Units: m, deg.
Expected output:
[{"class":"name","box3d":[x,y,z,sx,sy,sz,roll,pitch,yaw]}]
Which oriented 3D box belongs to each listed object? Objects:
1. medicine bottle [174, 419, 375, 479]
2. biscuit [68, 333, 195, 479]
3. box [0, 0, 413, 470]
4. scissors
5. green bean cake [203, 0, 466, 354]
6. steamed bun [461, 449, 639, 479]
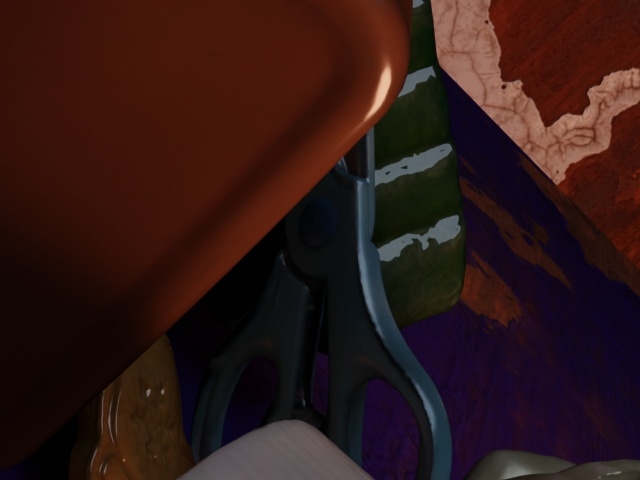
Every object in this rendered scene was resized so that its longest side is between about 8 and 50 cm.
[{"class":"medicine bottle","box3d":[0.063,0.251,0.419,0.371,0.211,0.211,39,16,20]},{"class":"biscuit","box3d":[-0.095,0.108,0.668,0.118,0.023,0.140,60,23,-48]},{"class":"box","box3d":[-0.133,-0.089,0.587,0.239,0.339,0.229,39,23,-18]},{"class":"scissors","box3d":[0.000,0.000,0.699,0.032,0.180,0.393,14,74,-51]},{"class":"green bean cake","box3d":[-0.048,-0.083,0.901,0.169,0.300,0.308,-21,105,-30]},{"class":"steamed bun","box3d":[0.153,0.206,0.663,0.268,0.280,0.207,30,28,-36]}]
